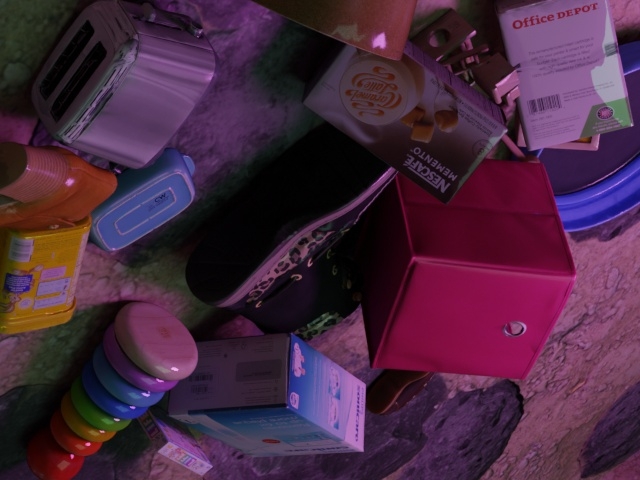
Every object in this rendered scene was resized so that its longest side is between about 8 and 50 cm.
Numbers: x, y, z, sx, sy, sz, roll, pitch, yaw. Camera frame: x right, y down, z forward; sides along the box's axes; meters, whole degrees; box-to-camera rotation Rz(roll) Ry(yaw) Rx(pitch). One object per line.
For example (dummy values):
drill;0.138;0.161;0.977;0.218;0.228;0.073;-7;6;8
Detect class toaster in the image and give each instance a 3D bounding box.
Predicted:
toaster;-0.239;-0.182;1.598;0.146;0.129;0.227;15;126;-46

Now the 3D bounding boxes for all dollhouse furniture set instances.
dollhouse furniture set;0.218;-0.211;1.968;0.101;0.161;0.182;-37;146;-3

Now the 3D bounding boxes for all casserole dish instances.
casserole dish;-0.245;-0.049;1.831;0.188;0.037;0.114;-33;147;-10

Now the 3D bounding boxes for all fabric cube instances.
fabric cube;0.214;0.038;2.099;0.258;0.259;0.254;6;133;-13

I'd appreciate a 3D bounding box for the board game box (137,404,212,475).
board game box;-0.245;0.322;2.211;0.026;0.103;0.154;-40;146;2

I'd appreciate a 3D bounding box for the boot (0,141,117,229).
boot;-0.405;-0.035;1.602;0.295;0.104;0.211;-18;166;16

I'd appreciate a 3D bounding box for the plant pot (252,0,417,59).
plant pot;0.036;-0.373;1.572;0.237;0.237;0.254;8;110;-48

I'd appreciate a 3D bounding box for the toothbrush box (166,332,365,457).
toothbrush box;-0.081;0.257;2.181;0.216;0.126;0.295;-7;157;23

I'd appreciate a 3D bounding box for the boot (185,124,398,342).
boot;0.000;0.000;2.035;0.377;0.138;0.284;-43;149;-1

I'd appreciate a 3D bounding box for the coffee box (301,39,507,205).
coffee box;0.115;-0.182;1.836;0.246;0.098;0.141;35;109;-11

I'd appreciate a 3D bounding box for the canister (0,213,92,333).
canister;-0.373;0.032;1.772;0.126;0.073;0.170;-10;136;-35

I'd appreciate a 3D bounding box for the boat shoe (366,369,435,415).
boat shoe;0.172;0.254;2.566;0.207;0.073;0.073;-45;149;23

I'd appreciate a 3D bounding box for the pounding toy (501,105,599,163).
pounding toy;0.345;-0.181;2.118;0.181;0.094;0.206;3;118;2

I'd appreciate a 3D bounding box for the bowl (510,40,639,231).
bowl;0.500;-0.180;2.327;0.391;0.077;0.391;-21;143;-17

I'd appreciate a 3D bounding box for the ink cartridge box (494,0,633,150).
ink cartridge box;0.355;-0.261;1.974;0.160;0.092;0.219;-13;112;8

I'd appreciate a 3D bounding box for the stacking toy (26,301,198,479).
stacking toy;-0.330;0.246;2.032;0.141;0.141;0.330;11;129;-49
